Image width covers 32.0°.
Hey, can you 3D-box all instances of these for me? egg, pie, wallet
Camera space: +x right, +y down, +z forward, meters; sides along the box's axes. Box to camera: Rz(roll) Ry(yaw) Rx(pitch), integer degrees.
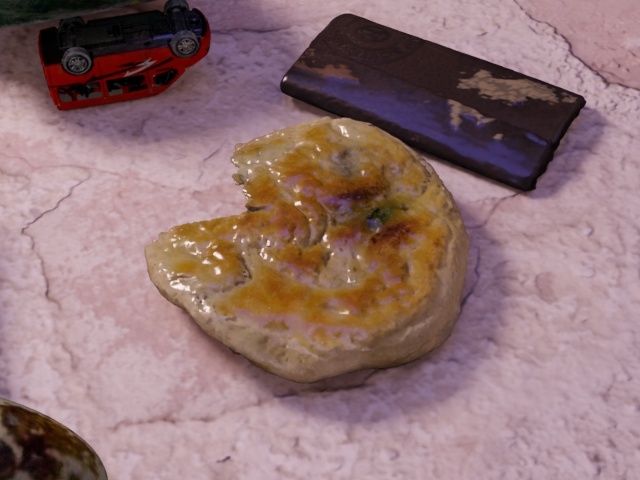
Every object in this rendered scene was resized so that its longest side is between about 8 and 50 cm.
[{"bbox_3d":[-0.282,0.199,0.868,0.231,0.169,0.169,0,46,-17],"label":"egg"},{"bbox_3d":[0.000,0.000,1.106,0.338,0.075,0.337,0,47,0],"label":"pie"},{"bbox_3d":[0.128,-0.171,1.281,0.321,0.044,0.170,23,50,20],"label":"wallet"}]

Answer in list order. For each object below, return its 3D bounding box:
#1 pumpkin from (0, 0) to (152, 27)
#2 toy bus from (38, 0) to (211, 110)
[{"bbox_3d":[-0.290,-0.366,1.292,0.264,0.196,0.293,-6,21,0],"label":"pumpkin"},{"bbox_3d":[-0.222,-0.213,1.294,0.195,0.089,0.081,-11,47,-8],"label":"toy bus"}]
